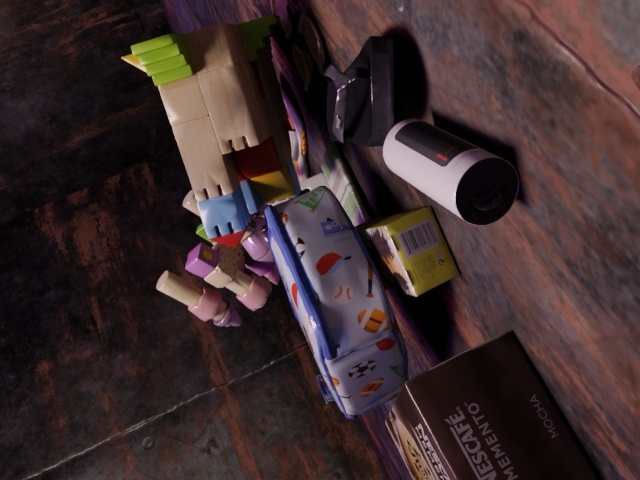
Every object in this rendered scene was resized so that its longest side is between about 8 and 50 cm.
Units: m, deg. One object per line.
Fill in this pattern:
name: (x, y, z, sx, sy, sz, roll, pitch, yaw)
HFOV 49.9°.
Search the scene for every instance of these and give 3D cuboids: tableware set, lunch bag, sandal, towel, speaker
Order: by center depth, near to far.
speaker: (0.102, -0.059, 0.563, 0.136, 0.055, 0.055, -130, 18, -61)
sandal: (0.027, -0.138, 0.700, 0.254, 0.054, 0.097, -178, 86, -80)
tableware set: (-0.036, -0.280, 0.900, 0.141, 0.020, 0.169, 111, 134, -78)
lunch bag: (0.017, 0.086, 0.907, 0.303, 0.115, 0.243, 77, 167, -55)
towel: (0.044, -0.066, 1.020, 0.113, 0.023, 0.152, 117, 130, -76)
sandal: (-0.073, -0.172, 1.225, 0.102, 0.076, 0.265, 60, 170, 30)

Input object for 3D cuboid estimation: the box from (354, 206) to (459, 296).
box: (0.088, 0.013, 0.832, 0.087, 0.058, 0.232, 65, 172, -2)

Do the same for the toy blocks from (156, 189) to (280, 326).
toy blocks: (-0.114, 0.006, 1.353, 0.260, 0.309, 0.289, 34, -136, -27)

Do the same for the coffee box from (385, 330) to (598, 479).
coffee box: (0.166, 0.229, 0.754, 0.297, 0.119, 0.168, 87, 158, -68)

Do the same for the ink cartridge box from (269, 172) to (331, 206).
ink cartridge box: (0.000, 0.000, 1.131, 0.067, 0.115, 0.198, 88, 157, -70)

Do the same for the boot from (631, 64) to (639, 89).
boot: (0.173, -0.044, 0.267, 0.106, 0.037, 0.114, 128, 122, -78)

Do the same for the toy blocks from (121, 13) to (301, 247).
toy blocks: (-0.110, -0.152, 0.945, 0.381, 0.190, 0.261, -74, -31, -73)
